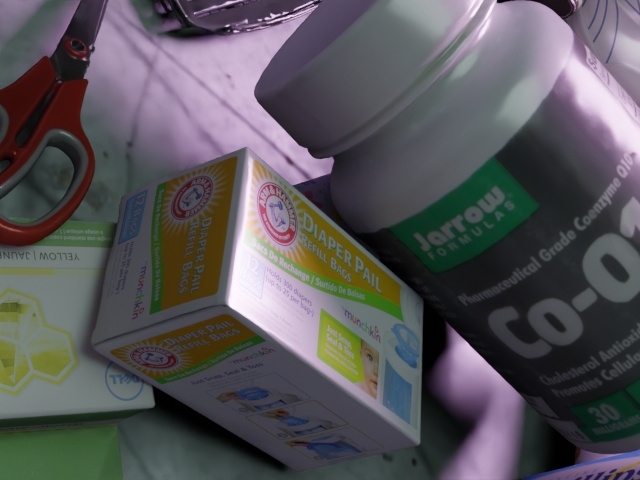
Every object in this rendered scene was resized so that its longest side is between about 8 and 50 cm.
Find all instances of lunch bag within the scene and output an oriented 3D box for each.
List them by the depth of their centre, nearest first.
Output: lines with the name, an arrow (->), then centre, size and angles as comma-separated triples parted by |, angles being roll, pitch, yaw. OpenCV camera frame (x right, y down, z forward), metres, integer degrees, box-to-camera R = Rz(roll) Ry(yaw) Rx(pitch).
lunch bag -> 0.000, 0.000, 0.869 | 0.071, 0.053, 0.083 | -23, 77, -45

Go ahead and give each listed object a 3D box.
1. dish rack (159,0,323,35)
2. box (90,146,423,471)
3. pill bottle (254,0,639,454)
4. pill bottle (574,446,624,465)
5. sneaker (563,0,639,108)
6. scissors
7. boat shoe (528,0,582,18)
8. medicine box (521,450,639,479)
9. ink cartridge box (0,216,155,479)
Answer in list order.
dish rack -> -0.085, -0.295, 0.913 | 0.208, 0.074, 0.271 | -28, 90, -42
box -> -0.031, 0.050, 0.743 | 0.203, 0.103, 0.114 | 39, 43, -42
pill bottle -> 0.137, -0.035, 0.834 | 0.361, 0.204, 0.204 | 44, 49, -16
pill bottle -> 0.285, 0.113, 1.008 | 0.121, 0.121, 0.216 | 31, 55, -26
sneaker -> 0.300, -0.260, 1.179 | 0.111, 0.129, 0.297 | -35, 96, -45
scissors -> -0.159, -0.105, 0.774 | 0.109, 0.021, 0.297 | 37, 40, -7
boat shoe -> 0.185, -0.258, 1.138 | 0.152, 0.056, 0.049 | 34, 57, -12
medicine box -> 0.285, 0.294, 0.830 | 0.289, 0.263, 0.149 | 53, 47, -8
ink cartridge box -> -0.178, 0.104, 0.675 | 0.171, 0.056, 0.235 | 3, 68, -40
